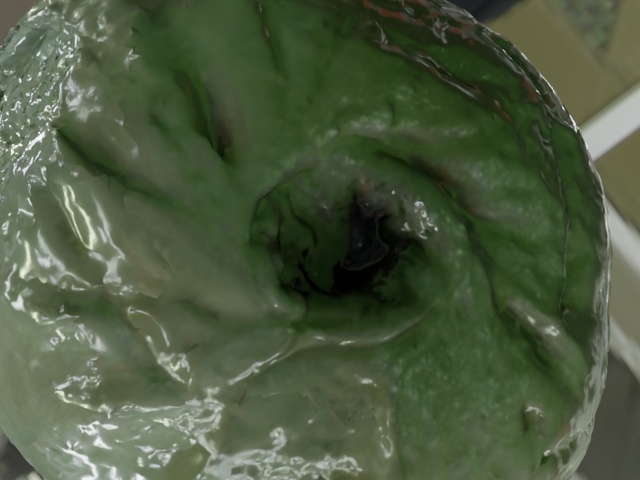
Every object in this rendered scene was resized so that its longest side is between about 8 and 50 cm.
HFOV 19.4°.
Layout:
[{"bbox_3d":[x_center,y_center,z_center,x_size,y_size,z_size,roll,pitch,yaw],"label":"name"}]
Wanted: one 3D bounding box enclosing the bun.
[{"bbox_3d":[0.003,0.001,0.566,0.221,0.108,0.221,16,-120,-29],"label":"bun"}]
